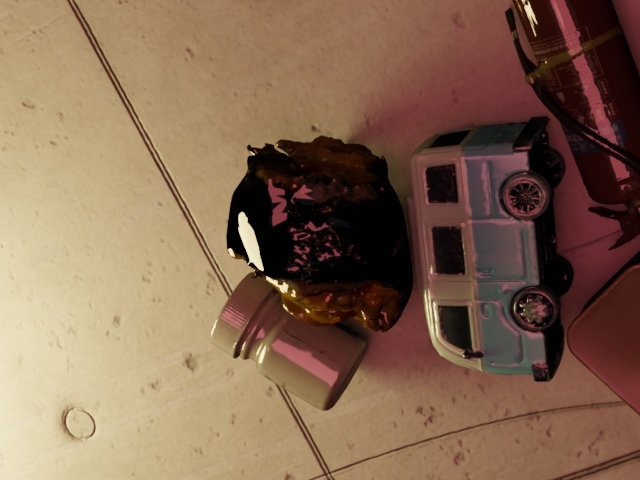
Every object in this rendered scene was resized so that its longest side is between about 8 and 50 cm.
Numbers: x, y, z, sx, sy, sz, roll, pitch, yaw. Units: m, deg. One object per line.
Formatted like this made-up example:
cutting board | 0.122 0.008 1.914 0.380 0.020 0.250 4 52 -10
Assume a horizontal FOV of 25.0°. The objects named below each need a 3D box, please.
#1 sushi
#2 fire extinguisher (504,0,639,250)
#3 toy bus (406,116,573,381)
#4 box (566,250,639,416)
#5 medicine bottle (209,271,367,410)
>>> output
sushi | 0.001 -0.003 1.621 0.213 0.200 0.204 8 112 -4
fire extinguisher | 0.282 -0.148 1.527 0.141 0.105 0.341 -3 112 61
toy bus | 0.185 0.012 1.591 0.164 0.133 0.271 -2 107 19
box | 0.384 0.114 1.576 0.201 0.090 0.144 41 116 3
medicine bottle | -0.037 0.121 1.726 0.168 0.105 0.105 30 115 8
